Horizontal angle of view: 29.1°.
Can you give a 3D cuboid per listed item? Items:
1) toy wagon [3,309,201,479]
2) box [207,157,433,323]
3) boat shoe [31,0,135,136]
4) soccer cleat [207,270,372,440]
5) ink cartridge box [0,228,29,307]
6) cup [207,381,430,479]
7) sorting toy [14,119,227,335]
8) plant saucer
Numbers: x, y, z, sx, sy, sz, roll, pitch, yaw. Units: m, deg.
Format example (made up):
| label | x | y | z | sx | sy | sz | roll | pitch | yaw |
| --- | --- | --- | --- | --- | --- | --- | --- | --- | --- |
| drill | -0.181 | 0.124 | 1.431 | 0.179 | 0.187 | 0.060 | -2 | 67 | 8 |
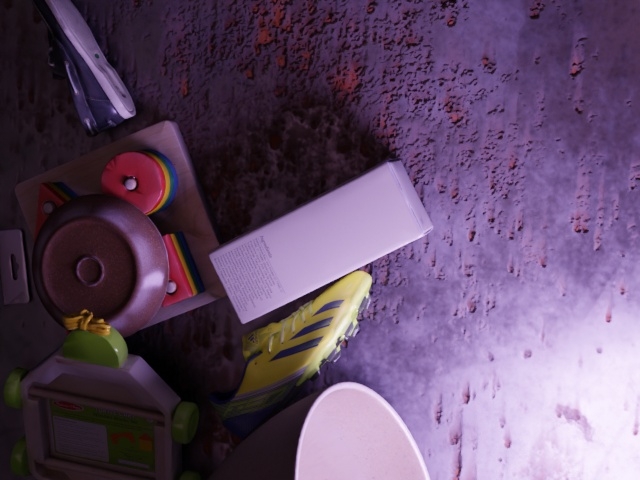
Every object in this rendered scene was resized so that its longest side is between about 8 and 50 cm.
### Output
| label | x | y | z | sx | sy | sz | roll | pitch | yaw |
| --- | --- | --- | --- | --- | --- | --- | --- | --- | --- |
| toy wagon | -0.293 | 0.235 | 1.668 | 0.267 | 0.068 | 0.344 | 9 | 119 | 13 |
| box | 0.000 | 0.000 | 1.616 | 0.275 | 0.094 | 0.113 | -25 | 89 | 15 |
| boat shoe | -0.344 | -0.254 | 1.684 | 0.079 | 0.084 | 0.233 | -30 | 91 | 15 |
| soccer cleat | -0.043 | 0.142 | 1.642 | 0.121 | 0.093 | 0.289 | 40 | 104 | 10 |
| ink cartridge box | -0.524 | 0.047 | 1.767 | 0.198 | 0.067 | 0.115 | -5 | 94 | 14 |
| cup | -0.029 | 0.366 | 1.564 | 0.237 | 0.331 | 0.331 | -19 | 91 | 30 |
| sorting toy | -0.280 | -0.002 | 1.689 | 0.257 | 0.089 | 0.256 | -22 | 90 | 16 |
| plant saucer | -0.299 | 0.038 | 1.633 | 0.198 | 0.036 | 0.199 | 1 | 96 | 13 |
